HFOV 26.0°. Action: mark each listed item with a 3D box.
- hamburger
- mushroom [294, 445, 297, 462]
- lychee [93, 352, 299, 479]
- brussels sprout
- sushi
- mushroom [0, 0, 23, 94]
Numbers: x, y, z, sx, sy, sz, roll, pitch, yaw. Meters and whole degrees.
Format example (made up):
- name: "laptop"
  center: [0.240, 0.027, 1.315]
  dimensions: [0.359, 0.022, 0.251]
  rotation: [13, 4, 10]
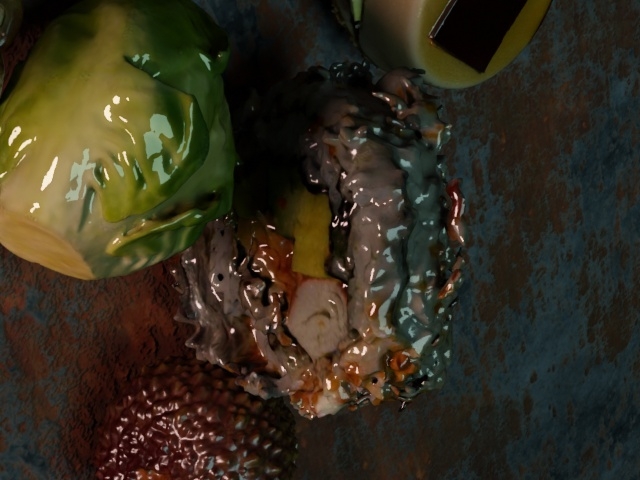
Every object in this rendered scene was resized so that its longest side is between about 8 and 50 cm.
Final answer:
- name: "hamburger"
  center: [0.145, -0.320, 1.600]
  dimensions: [0.302, 0.170, 0.302]
  rotation: [-29, 138, -30]
- name: "mushroom"
  center: [-0.104, 0.352, 1.883]
  dimensions: [0.084, 0.071, 0.209]
  rotation: [36, 84, -19]
- name: "lychee"
  center: [-0.135, 0.247, 1.653]
  dimensions: [0.271, 0.271, 0.271]
  rotation: [-25, 132, -32]
- name: "brussels sprout"
  center: [-0.192, -0.098, 1.350]
  dimensions: [0.294, 0.227, 0.259]
  rotation: [-55, 154, -18]
- name: "sushi"
  center: [0.002, -0.003, 1.494]
  dimensions: [0.176, 0.417, 0.417]
  rotation: [0, 116, -38]
- name: "mushroom"
  center: [-0.321, -0.184, 1.282]
  dimensions: [0.088, 0.073, 0.129]
  rotation: [17, 70, -60]
